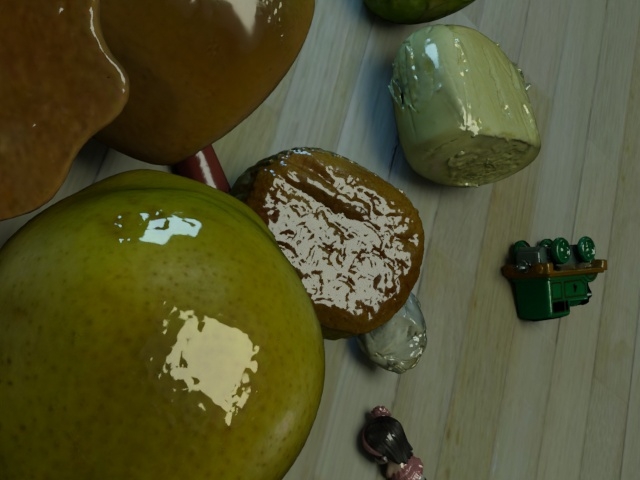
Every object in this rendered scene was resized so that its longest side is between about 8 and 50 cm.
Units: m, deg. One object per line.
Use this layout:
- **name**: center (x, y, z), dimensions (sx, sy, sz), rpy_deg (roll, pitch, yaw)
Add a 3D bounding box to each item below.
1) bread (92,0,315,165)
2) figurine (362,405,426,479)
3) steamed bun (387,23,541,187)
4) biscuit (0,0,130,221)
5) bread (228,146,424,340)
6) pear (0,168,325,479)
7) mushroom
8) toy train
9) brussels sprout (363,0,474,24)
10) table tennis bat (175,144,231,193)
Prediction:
- **bread**: center (-0.193, -0.296, 1.361), dimensions (0.376, 0.253, 0.348), rpy_deg (43, 67, -22)
- **figurine**: center (0.105, 0.287, 1.681), dimensions (0.129, 0.054, 0.072), rpy_deg (54, 41, -21)
- **steamed bun**: center (0.206, -0.199, 1.883), dimensions (0.273, 0.166, 0.232), rpy_deg (4, 61, -51)
- **biscuit**: center (-0.384, -0.179, 1.179), dimensions (0.385, 0.062, 0.365), rpy_deg (-25, 98, -7)
- **bread**: center (0.000, 0.000, 1.565), dimensions (0.253, 0.142, 0.227), rpy_deg (33, 74, -20)
- **pear**: center (-0.172, 0.121, 1.218), dimensions (0.362, 0.362, 0.418), rpy_deg (43, 36, -28)
- **mushroom**: center (0.083, 0.047, 1.715), dimensions (0.096, 0.099, 0.278), rpy_deg (85, -4, -74)
- **toy train**: center (0.385, 0.062, 2.031), dimensions (0.227, 0.091, 0.136), rpy_deg (1, 86, -47)
- **brussels sprout**: center (0.161, -0.410, 1.878), dimensions (0.223, 0.223, 0.161), rpy_deg (4, 89, -45)
- **table tennis bat**: center (-0.213, -0.242, 1.543), dimensions (0.268, 0.051, 0.415), rpy_deg (-21, 90, -45)
